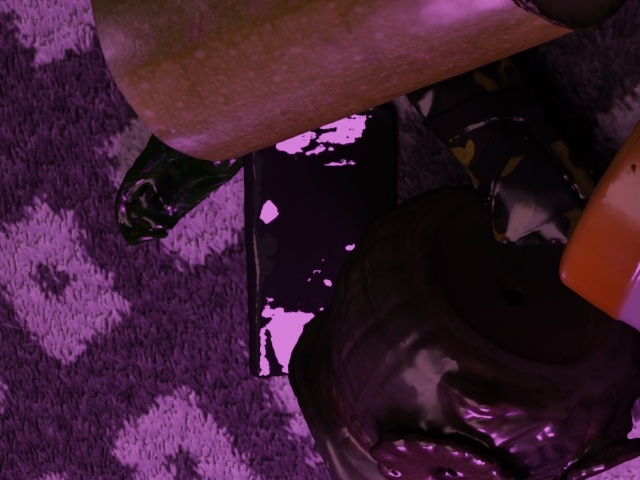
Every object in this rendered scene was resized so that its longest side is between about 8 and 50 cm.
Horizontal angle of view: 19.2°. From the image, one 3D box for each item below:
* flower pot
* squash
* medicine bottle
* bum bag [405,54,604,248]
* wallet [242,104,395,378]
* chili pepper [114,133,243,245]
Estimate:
[{"bbox_3d":[0.135,0.112,1.620,0.302,0.302,0.213,42,135,9],"label":"flower pot"},{"bbox_3d":[0.030,-0.237,1.531,0.384,0.263,0.263,-17,103,39],"label":"squash"},{"bbox_3d":[0.340,-0.007,1.455,0.232,0.238,0.238,34,127,14],"label":"medicine bottle"},{"bbox_3d":[0.156,-0.085,1.591,0.106,0.060,0.232,-31,65,4],"label":"bum bag"},{"bbox_3d":[0.000,0.000,1.788,0.146,0.030,0.285,0,114,4],"label":"wallet"},{"bbox_3d":[-0.119,-0.078,1.840,0.100,0.074,0.257,51,134,-2],"label":"chili pepper"}]
